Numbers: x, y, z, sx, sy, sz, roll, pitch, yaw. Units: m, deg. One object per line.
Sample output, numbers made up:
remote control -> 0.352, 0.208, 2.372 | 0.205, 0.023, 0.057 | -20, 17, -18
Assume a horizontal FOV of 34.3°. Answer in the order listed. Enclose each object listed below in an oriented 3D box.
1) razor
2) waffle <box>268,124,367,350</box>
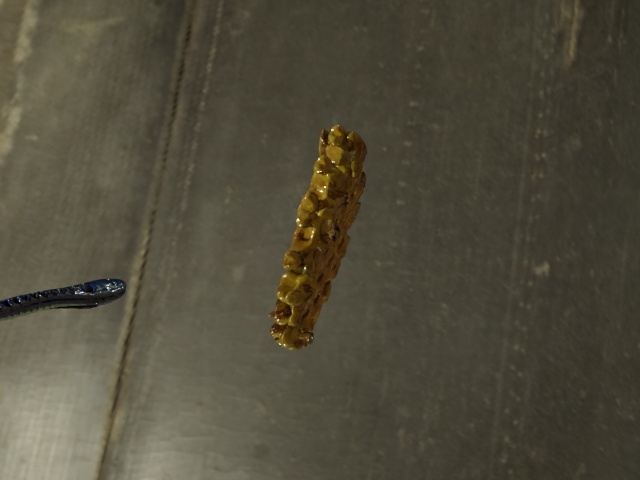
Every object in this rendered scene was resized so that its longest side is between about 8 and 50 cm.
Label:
razor -> -0.381, 0.074, 1.230 | 0.093, 0.324, 0.056 | 43, 123, 42
waffle -> 0.000, 0.000, 1.057 | 0.051, 0.228, 0.232 | 16, 81, 4
